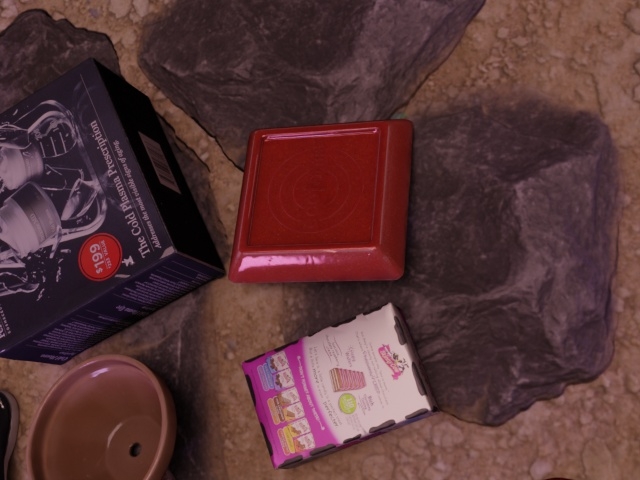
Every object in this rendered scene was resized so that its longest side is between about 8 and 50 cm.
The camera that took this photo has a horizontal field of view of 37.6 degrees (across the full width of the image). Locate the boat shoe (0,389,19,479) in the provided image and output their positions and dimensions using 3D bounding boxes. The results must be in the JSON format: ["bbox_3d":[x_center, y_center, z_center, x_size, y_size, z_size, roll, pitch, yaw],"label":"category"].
[{"bbox_3d":[-0.529,0.375,1.423,0.114,0.091,0.302,-8,76,16],"label":"boat shoe"}]

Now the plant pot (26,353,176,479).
[{"bbox_3d":[-0.294,0.291,1.348,0.238,0.110,0.237,-10,63,21],"label":"plant pot"}]

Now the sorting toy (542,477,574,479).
[{"bbox_3d":[0.198,0.430,1.168,0.366,0.126,0.127,-36,71,4],"label":"sorting toy"}]

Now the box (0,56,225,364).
[{"bbox_3d":[-0.369,-0.035,1.417,0.313,0.179,0.343,-30,71,10],"label":"box"}]

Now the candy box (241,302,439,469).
[{"bbox_3d":[0.027,0.203,1.301,0.234,0.071,0.159,-23,72,12],"label":"candy box"}]

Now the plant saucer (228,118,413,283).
[{"bbox_3d":[-0.004,-0.067,1.350,0.259,0.047,0.258,-2,64,17],"label":"plant saucer"}]

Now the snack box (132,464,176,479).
[{"bbox_3d":[-0.285,0.402,1.379,0.178,0.022,0.064,-39,69,6],"label":"snack box"}]
